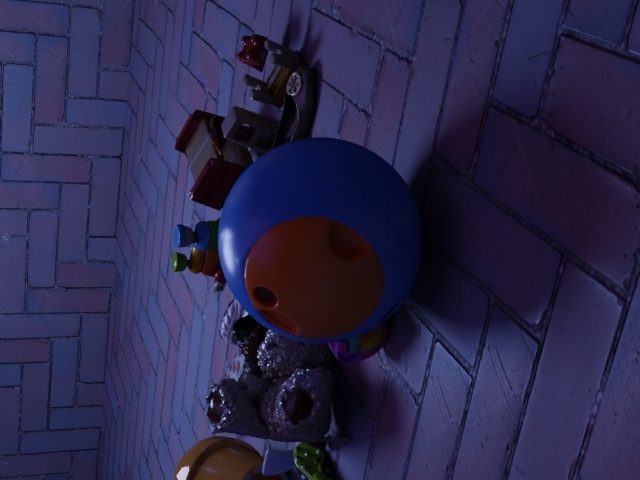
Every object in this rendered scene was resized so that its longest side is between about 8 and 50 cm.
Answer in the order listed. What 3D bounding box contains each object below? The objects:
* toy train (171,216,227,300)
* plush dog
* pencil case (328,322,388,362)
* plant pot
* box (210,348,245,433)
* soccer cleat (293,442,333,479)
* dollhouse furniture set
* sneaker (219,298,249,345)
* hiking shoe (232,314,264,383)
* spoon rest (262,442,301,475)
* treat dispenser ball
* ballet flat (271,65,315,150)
[{"bbox_3d":[-0.288,0.058,2.221,0.105,0.143,0.248,-113,32,-46],"label":"toy train"},{"bbox_3d":[-0.043,0.231,1.625,0.262,0.210,0.225,-12,61,39],"label":"plush dog"},{"bbox_3d":[0.029,0.081,1.498,0.236,0.104,0.104,-113,32,-43],"label":"pencil case"},{"bbox_3d":[-0.161,0.499,1.862,0.188,0.205,0.205,-9,81,51],"label":"plant pot"},{"bbox_3d":[-0.178,0.327,2.050,0.324,0.067,0.063,120,144,-49],"label":"box"},{"bbox_3d":[-0.005,0.421,1.634,0.179,0.060,0.072,-128,31,-56],"label":"soccer cleat"},{"bbox_3d":[-0.142,-0.252,1.919,0.374,0.152,0.201,-54,37,28],"label":"dollhouse furniture set"},{"bbox_3d":[-0.113,0.098,1.881,0.108,0.100,0.272,25,109,28],"label":"sneaker"},{"bbox_3d":[-0.128,0.195,1.809,0.227,0.114,0.086,-64,24,15],"label":"hiking shoe"},{"bbox_3d":[-0.079,0.349,1.814,0.276,0.084,0.137,-104,24,-63],"label":"spoon rest"},{"bbox_3d":[0.000,0.000,1.315,0.288,0.288,0.288,180,90,-68],"label":"treat dispenser ball"},{"bbox_3d":[-0.061,-0.213,1.777,0.084,0.058,0.250,-119,36,-49],"label":"ballet flat"}]
